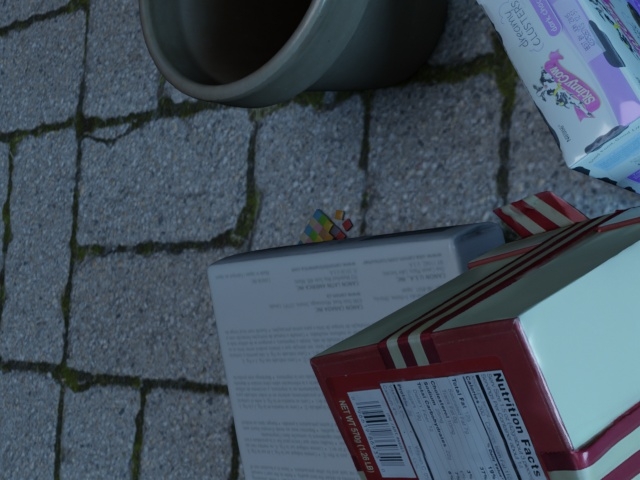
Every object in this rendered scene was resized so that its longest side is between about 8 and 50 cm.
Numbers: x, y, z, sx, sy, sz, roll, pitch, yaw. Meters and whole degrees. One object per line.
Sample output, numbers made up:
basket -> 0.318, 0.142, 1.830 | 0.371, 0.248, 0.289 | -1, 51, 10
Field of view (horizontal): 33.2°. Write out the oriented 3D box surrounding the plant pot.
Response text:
plant pot -> -0.006, -0.238, 1.017 | 0.263, 0.229, 0.263 | -7, 80, 41

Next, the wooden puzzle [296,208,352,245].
wooden puzzle -> 0.000, 0.000, 1.128 | 0.049, 0.006, 0.083 | 46, 114, 36

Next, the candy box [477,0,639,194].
candy box -> 0.224, -0.121, 0.814 | 0.070, 0.196, 0.164 | -38, 61, 30

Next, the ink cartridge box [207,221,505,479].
ink cartridge box -> 0.056, 0.188, 1.025 | 0.308, 0.091, 0.384 | -7, 96, 41

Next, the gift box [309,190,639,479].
gift box -> 0.170, 0.108, 0.758 | 0.276, 0.258, 0.255 | -11, 102, 56
